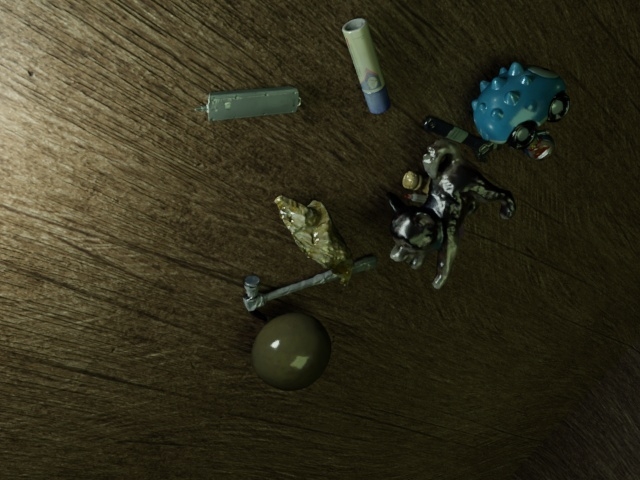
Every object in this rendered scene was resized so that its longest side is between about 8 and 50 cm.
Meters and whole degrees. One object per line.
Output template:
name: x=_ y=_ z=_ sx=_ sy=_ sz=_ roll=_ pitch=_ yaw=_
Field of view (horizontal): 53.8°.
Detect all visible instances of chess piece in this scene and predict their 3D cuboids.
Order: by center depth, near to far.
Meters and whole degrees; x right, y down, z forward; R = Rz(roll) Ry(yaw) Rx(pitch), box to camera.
chess piece: x=0.293 y=-0.162 z=1.789 sx=0.122 sy=0.066 sz=0.066 roll=13 pitch=115 yaw=-31

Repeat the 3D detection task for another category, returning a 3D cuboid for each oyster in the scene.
oyster: x=0.003 y=-0.003 z=1.672 sx=0.110 sy=0.166 sz=0.341 roll=-32 pitch=112 yaw=4

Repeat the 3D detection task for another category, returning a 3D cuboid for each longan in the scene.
longan: x=-0.088 y=0.322 z=1.799 sx=0.248 sy=0.248 sz=0.248 roll=-16 pitch=129 yaw=-21

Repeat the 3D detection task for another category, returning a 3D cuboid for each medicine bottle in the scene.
medicine bottle: x=0.113 y=-0.408 z=1.495 sx=0.059 sy=0.059 sz=0.231 roll=-33 pitch=133 yaw=-7

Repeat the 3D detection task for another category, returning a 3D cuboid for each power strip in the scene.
power strip: x=-0.162 y=-0.307 z=1.420 sx=0.252 sy=0.027 sz=0.060 roll=-11 pitch=128 yaw=-25

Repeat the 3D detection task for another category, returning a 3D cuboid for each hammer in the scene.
hammer: x=-0.019 y=0.111 z=1.805 sx=0.427 sy=0.044 sz=0.152 roll=-18 pitch=131 yaw=-20

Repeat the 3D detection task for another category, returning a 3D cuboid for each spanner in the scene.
spanner: x=0.403 y=-0.288 z=1.790 sx=0.316 sy=0.024 sz=0.087 roll=11 pitch=121 yaw=-37

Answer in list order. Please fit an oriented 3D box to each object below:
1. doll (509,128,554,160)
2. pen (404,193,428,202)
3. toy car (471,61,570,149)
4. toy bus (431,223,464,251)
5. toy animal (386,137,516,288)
doll: x=0.644 y=-0.293 z=1.896 sx=0.152 sy=0.085 sz=0.114 roll=25 pitch=130 yaw=-31
pen: x=0.332 y=-0.119 z=1.866 sx=0.218 sy=0.026 sz=0.026 roll=4 pitch=119 yaw=-34
toy car: x=0.523 y=-0.379 z=1.687 sx=0.255 sy=0.188 sz=0.190 roll=-37 pitch=127 yaw=0
toy bus: x=0.337 y=-0.023 z=1.888 sx=0.178 sy=0.098 sz=0.087 roll=-24 pitch=132 yaw=-14
toy animal: x=0.302 y=-0.083 z=1.691 sx=0.344 sy=0.194 sz=0.302 roll=-47 pitch=122 yaw=-1
